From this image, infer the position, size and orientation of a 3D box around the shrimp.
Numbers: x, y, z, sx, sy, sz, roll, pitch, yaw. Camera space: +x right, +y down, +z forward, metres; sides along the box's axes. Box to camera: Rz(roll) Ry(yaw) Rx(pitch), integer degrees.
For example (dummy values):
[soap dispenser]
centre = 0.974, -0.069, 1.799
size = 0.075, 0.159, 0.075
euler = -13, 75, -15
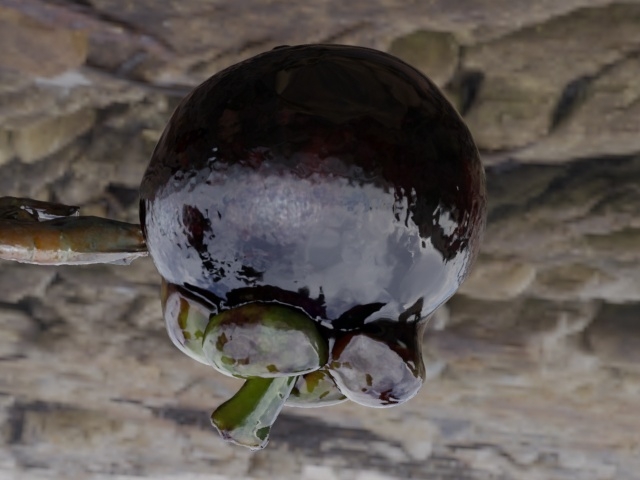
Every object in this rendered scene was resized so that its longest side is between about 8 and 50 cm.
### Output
[shrimp]
centre = -0.261, -0.015, 1.395
size = 0.251, 0.052, 0.143
euler = 8, -158, -27

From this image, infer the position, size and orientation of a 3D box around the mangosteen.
[mangosteen]
centre = 0.005, -0.013, 1.113
size = 0.297, 0.313, 0.297
euler = -20, 147, -14
